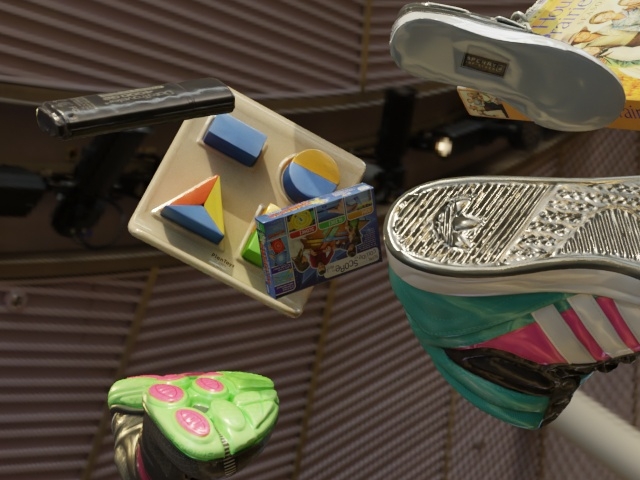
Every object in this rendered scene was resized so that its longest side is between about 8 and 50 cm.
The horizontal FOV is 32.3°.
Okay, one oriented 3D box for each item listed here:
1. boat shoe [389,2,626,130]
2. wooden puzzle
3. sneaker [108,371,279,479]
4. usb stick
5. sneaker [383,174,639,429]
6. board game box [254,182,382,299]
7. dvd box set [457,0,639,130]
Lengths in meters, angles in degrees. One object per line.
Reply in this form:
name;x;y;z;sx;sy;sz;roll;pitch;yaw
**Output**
boat shoe;0.238;-0.229;1.409;0.105;0.306;0.113;-75;-3;-54
wooden puzzle;-0.109;-0.085;1.860;0.322;0.080;0.348;28;-119;-8
sneaker;-0.172;0.280;1.486;0.185;0.483;0.202;-2;-96;-18
usb stick;-0.239;-0.177;1.474;0.278;0.077;0.045;-15;-52;-37
sneaker;0.193;0.055;0.754;0.178;0.295;0.124;82;-162;-51
board game box;0.000;0.000;1.780;0.201;0.035;0.136;-18;-65;-23
dvd box set;0.436;-0.282;1.574;0.307;0.420;0.062;-46;-58;-20
